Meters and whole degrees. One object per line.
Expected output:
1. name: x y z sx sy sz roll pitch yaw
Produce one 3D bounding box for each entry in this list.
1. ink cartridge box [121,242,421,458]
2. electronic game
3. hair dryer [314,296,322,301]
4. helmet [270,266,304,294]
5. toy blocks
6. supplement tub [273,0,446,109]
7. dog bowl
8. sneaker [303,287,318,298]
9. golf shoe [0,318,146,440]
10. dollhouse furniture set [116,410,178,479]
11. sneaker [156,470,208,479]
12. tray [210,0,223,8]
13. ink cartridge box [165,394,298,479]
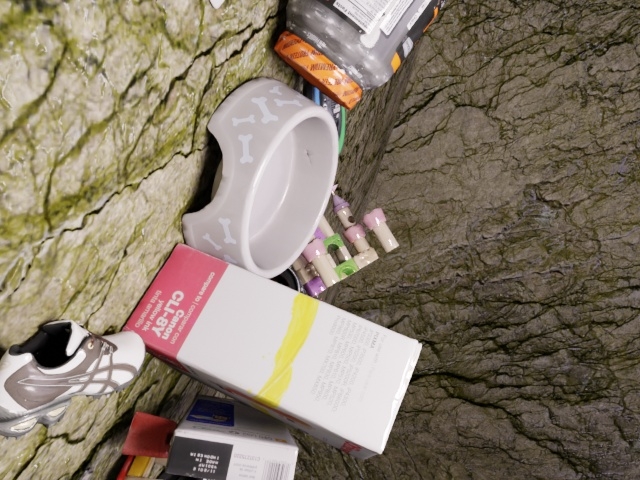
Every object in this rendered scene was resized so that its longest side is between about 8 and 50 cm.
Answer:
1. ink cartridge box: -0.067 0.192 0.682 0.279 0.385 0.160 90 23 -61
2. electronic game: 0.016 -0.289 0.911 0.229 0.048 0.229 -1 90 -72
3. hair dryer: -0.067 0.305 1.496 0.224 0.080 0.293 -26 140 -2
4. helmet: -0.116 0.136 0.946 0.161 0.169 0.169 -30 142 -50
5. toy blocks: 0.000 0.000 1.223 0.288 0.260 0.309 -27 173 -31
6. supplement tub: 0.086 -0.397 0.672 0.338 0.207 0.207 -52 172 12
7. dog bowl: -0.080 -0.090 0.734 0.349 0.102 0.349 -52 156 -36
8. sneaker: -0.079 0.205 1.494 0.162 0.106 0.281 -26 140 -51
9. golf shoe: -0.255 0.126 0.461 0.198 0.077 0.094 -29 139 -75
10. dollhouse furniture set: -0.318 0.385 0.569 0.374 0.152 0.201 -87 -169 -65
11. sneaker: -0.352 0.666 0.895 0.257 0.169 0.447 83 20 -50
12. tray: -0.073 -0.412 0.463 0.145 0.030 0.270 60 52 -75
13. ink cartridge box: -0.153 0.338 0.750 0.371 0.176 0.069 136 -34 -75
